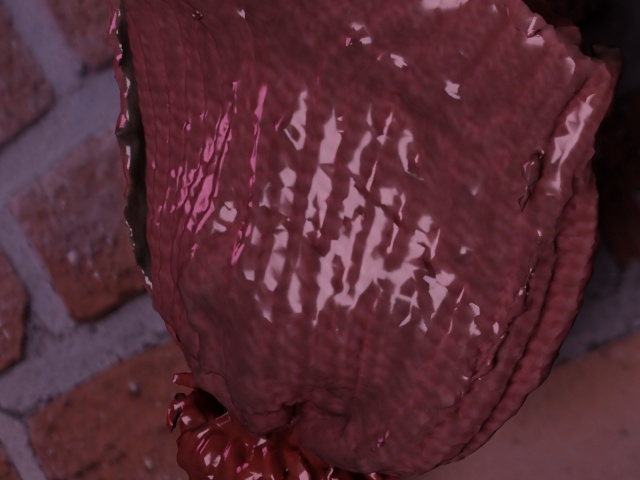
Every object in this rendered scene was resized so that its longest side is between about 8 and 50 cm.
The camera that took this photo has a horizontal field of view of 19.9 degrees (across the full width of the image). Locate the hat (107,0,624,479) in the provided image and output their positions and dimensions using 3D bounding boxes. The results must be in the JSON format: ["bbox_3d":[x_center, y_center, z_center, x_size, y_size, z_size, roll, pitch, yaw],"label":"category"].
[{"bbox_3d":[0.000,0.000,0.667,0.236,0.107,0.286,33,130,39],"label":"hat"}]
